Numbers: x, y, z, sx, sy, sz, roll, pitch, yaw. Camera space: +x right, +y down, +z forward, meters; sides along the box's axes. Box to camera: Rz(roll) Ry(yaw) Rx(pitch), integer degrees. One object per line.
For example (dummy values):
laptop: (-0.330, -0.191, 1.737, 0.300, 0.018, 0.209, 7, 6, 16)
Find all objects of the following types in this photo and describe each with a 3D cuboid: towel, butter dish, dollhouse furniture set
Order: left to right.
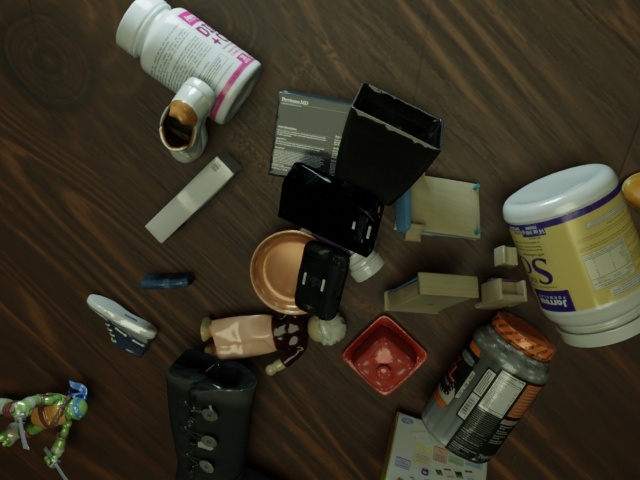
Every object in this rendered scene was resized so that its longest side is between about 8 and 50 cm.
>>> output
towel: (-0.368, 0.100, 1.660, 0.119, 0.067, 0.029, -3, 102, 6)
butter dish: (0.151, 0.290, 1.628, 0.160, 0.118, 0.160, 43, 104, -5)
dollhouse furniture set: (0.284, 0.001, 1.572, 0.286, 0.198, 0.304, 5, 73, -17)

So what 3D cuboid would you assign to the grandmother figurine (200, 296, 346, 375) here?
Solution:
grandmother figurine: (-0.108, 0.215, 1.651, 0.342, 0.104, 0.208, -5, 111, 4)

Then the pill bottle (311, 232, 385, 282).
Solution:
pill bottle: (0.053, -0.008, 1.503, 0.108, 0.108, 0.193, -35, 99, 13)

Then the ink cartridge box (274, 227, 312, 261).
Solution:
ink cartridge box: (0.000, 0.000, 1.600, 0.109, 0.062, 0.209, 40, 105, -5)

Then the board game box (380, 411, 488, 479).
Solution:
board game box: (0.257, 0.581, 1.595, 0.242, 0.317, 0.064, 19, 137, 1)

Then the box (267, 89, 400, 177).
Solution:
box: (0.030, -0.219, 1.522, 0.261, 0.103, 0.185, 11, 108, 2)

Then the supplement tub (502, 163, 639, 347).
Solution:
supplement tub: (0.551, 0.031, 1.459, 0.241, 0.241, 0.331, -23, 100, 11)

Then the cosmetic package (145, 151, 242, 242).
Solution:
cosmetic package: (-0.290, -0.100, 1.588, 0.239, 0.099, 0.060, -42, 99, 14)

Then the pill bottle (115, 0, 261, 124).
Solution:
pill bottle: (-0.282, -0.392, 1.481, 0.283, 0.160, 0.160, 35, 105, -3)

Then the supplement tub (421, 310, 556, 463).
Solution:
supplement tub: (0.386, 0.331, 1.576, 0.193, 0.193, 0.316, 30, 104, -2)

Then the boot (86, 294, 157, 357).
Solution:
boot: (-0.503, 0.214, 1.701, 0.190, 0.069, 0.086, 32, 102, -4)

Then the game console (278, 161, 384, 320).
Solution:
game console: (0.001, 0.021, 1.454, 0.213, 0.044, 0.361, 26, 130, 17)

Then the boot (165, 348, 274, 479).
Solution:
boot: (-0.187, 0.494, 1.661, 0.366, 0.146, 0.446, 8, 115, 4)

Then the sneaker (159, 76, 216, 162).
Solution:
sneaker: (-0.306, -0.226, 1.468, 0.105, 0.290, 0.123, 32, 64, -2)

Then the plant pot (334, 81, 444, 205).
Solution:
plant pot: (0.125, -0.183, 1.385, 0.187, 0.188, 0.167, 25, 118, -2)

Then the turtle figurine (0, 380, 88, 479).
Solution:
turtle figurine: (-0.721, 0.475, 1.706, 0.266, 0.198, 0.275, -9, 61, 25)

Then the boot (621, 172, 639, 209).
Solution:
boot: (0.798, -0.072, 1.423, 0.294, 0.211, 0.104, 12, 104, 3)

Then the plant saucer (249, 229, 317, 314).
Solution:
plant saucer: (-0.061, 0.071, 1.573, 0.199, 0.037, 0.200, 2, 105, 6)
